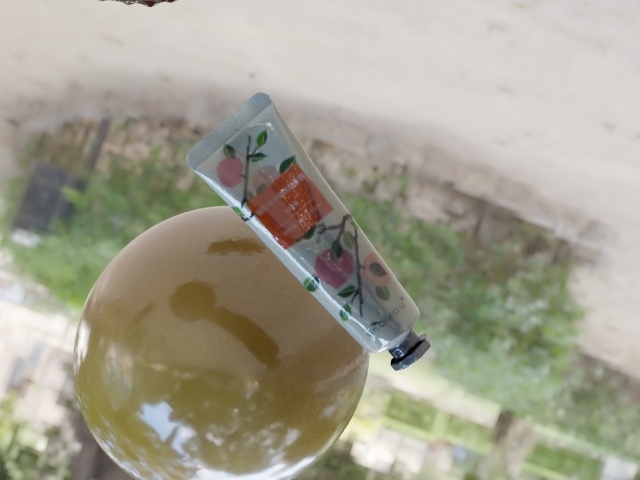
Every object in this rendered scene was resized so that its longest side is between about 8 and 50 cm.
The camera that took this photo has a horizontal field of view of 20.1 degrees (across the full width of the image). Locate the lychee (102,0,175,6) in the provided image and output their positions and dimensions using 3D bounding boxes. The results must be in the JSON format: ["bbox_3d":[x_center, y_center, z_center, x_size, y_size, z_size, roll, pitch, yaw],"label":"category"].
[{"bbox_3d":[-0.135,-0.291,1.304,0.261,0.260,0.260,20,174,2],"label":"lychee"}]

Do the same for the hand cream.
[{"bbox_3d":[0.000,0.000,1.368,0.234,0.080,0.050,50,175,-11],"label":"hand cream"}]

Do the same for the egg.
[{"bbox_3d":[-0.086,0.098,1.553,0.250,0.250,0.322,19,-168,6],"label":"egg"}]
